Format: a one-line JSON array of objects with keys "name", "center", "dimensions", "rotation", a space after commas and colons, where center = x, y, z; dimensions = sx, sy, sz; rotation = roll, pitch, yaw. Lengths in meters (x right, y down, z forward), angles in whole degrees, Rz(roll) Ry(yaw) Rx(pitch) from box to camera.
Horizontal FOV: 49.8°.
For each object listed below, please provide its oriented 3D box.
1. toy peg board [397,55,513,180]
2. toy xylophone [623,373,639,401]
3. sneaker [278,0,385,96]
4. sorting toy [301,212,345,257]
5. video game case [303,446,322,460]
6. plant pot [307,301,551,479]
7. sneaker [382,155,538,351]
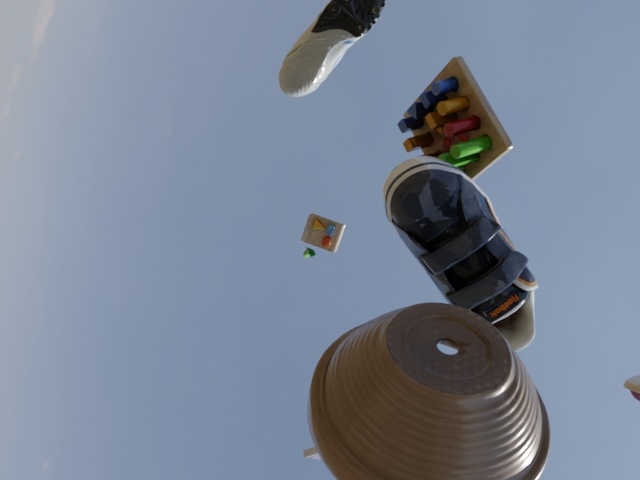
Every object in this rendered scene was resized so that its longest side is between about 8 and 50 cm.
[{"name": "toy peg board", "center": [0.180, -0.161, 1.042], "dimensions": [0.160, 0.079, 0.161], "rotation": [64, -31, 12]}, {"name": "toy xylophone", "center": [0.367, 0.014, 0.597], "dimensions": [0.081, 0.236, 0.322], "rotation": [34, -72, 43]}, {"name": "sneaker", "center": [0.014, -0.345, 1.180], "dimensions": [0.237, 0.085, 0.086], "rotation": [-44, -164, 18]}, {"name": "sorting toy", "center": [0.000, 0.000, 1.129], "dimensions": [0.012, 0.062, 0.083], "rotation": [-75, -177, -59]}, {"name": "video game case", "center": [0.043, 0.276, 0.910], "dimensions": [0.087, 0.122, 0.011], "rotation": [-23, -121, 18]}, {"name": "plant pot", "center": [0.108, 0.137, 0.657], "dimensions": [0.237, 0.237, 0.109], "rotation": [-118, -153, -47]}, {"name": "sneaker", "center": [0.200, 0.026, 0.902], "dimensions": [0.126, 0.321, 0.127], "rotation": [-36, -144, 11]}]
